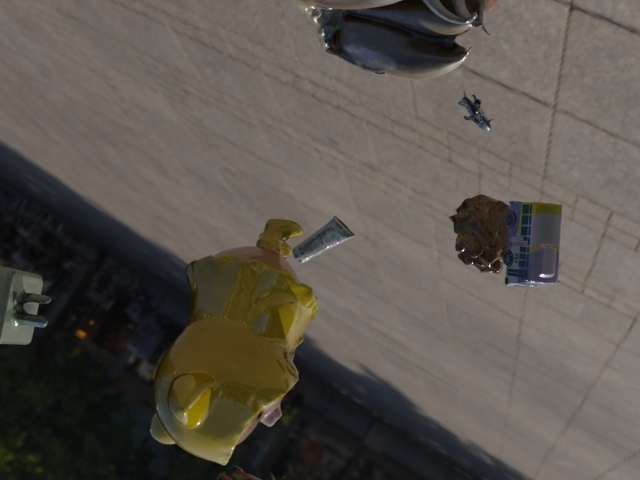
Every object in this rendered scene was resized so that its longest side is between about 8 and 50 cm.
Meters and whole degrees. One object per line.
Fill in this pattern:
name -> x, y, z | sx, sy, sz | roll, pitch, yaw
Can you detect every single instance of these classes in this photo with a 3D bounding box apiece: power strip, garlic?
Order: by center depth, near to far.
garlic -> 0.055, -0.281, 0.912 | 0.292, 0.210, 0.237 | 6, 111, 54
power strip -> -0.597, 0.118, 1.601 | 0.224, 0.139, 0.140 | 8, 172, 6

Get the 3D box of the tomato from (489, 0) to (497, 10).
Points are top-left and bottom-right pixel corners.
tomato -> 0.259, -0.542, 1.728 | 0.232, 0.188, 0.232 | 19, 120, 38

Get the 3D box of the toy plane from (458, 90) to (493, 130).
toy plane -> 0.278, -0.228, 1.547 | 0.083, 0.078, 0.031 | 42, 133, -16

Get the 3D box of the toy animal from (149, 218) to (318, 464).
toy animal -> -0.079, 0.087, 0.814 | 0.156, 0.230, 0.156 | 19, 153, 10

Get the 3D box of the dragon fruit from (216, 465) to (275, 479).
dragon fruit -> -0.129, 0.541, 1.683 | 0.135, 0.137, 0.236 | -9, -143, -32

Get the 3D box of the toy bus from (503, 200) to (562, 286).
toy bus -> 0.254, 0.005, 1.029 | 0.052, 0.102, 0.058 | 4, 179, -27

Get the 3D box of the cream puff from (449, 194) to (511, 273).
cream puff -> 0.240, -0.011, 1.275 | 0.094, 0.122, 0.116 | 1, 115, 56

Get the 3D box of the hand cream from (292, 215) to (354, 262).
hand cream -> 0.000, 0.000, 1.788 | 0.143, 0.039, 0.061 | -32, 110, 33
